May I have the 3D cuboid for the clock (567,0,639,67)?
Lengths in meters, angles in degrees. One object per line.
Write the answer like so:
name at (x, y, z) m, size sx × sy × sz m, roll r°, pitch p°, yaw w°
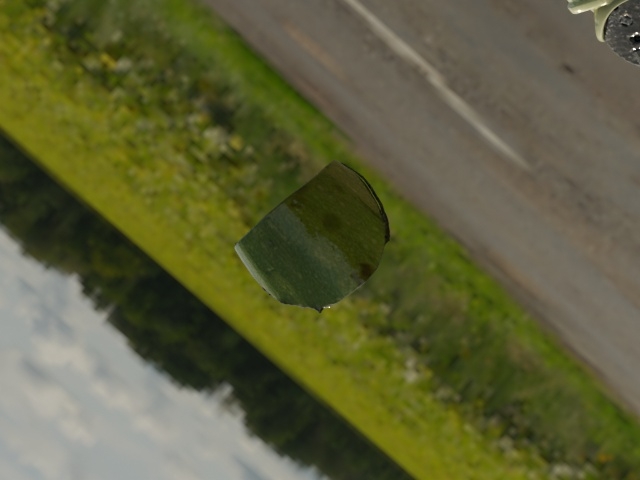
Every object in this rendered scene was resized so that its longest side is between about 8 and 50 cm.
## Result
clock at (0.500, -0.340, 2.155) m, size 0.379 × 0.120 × 0.276 m, roll -18°, pitch 134°, yaw 38°

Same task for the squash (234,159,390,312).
squash at (-0.012, -0.013, 2.125) m, size 0.184 × 0.192 × 0.085 m, roll 47°, pitch 180°, yaw 39°
